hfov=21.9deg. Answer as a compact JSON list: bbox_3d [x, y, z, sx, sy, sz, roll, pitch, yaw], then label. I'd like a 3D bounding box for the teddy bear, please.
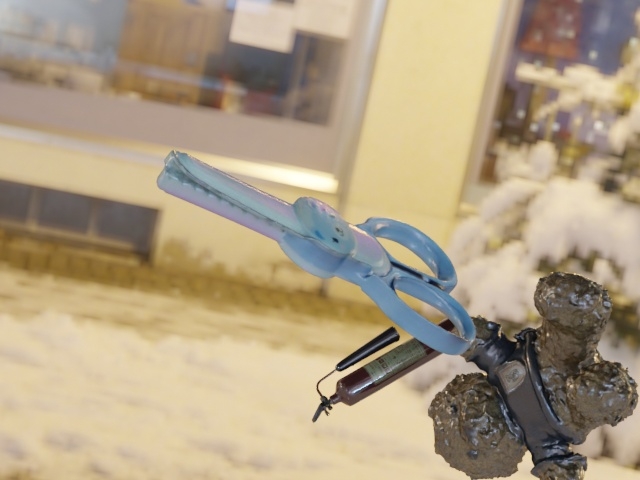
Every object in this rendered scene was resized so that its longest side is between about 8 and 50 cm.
[{"bbox_3d":[0.203,0.138,1.494,0.129,0.182,0.251,-3,-24,-40],"label":"teddy bear"}]

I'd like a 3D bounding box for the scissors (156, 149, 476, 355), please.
[{"bbox_3d":[0.000,0.000,1.125,0.256,0.030,0.125,24,30,-30],"label":"scissors"}]

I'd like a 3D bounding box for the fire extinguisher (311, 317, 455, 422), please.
[{"bbox_3d":[0.061,0.117,1.604,0.173,0.049,0.035,-29,12,-16],"label":"fire extinguisher"}]
